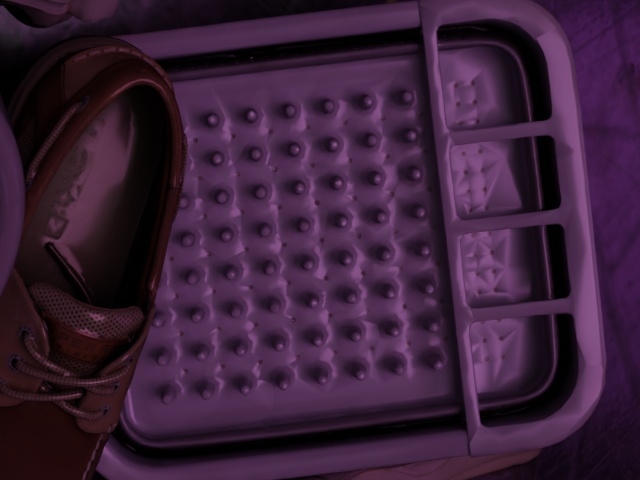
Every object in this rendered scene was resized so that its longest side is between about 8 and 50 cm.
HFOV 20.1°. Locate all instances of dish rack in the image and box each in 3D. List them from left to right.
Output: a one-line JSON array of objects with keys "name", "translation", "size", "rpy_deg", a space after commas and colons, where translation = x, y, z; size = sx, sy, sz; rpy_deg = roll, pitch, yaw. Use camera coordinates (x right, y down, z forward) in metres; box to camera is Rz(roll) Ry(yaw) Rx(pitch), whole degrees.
[{"name": "dish rack", "translation": [0.000, 0.000, 1.133], "size": [0.333, 0.072, 0.285], "rpy_deg": [-7, 95, -3]}]

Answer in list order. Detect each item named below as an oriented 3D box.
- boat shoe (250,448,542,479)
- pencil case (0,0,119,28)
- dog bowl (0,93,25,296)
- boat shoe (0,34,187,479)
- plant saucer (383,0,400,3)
[{"name": "boat shoe", "translation": [0.014, 0.195, 1.210], "size": [0.355, 0.132, 0.130], "rpy_deg": [-10, 101, -32]}, {"name": "pencil case", "translation": [-0.303, -0.186, 0.921], "size": [0.410, 0.160, 0.183], "rpy_deg": [-4, 64, -34]}, {"name": "dog bowl", "translation": [-0.302, -0.006, 0.879], "size": [0.349, 0.102, 0.349], "rpy_deg": [-23, 141, -20]}, {"name": "boat shoe", "translation": [-0.154, 0.042, 1.022], "size": [0.122, 0.120, 0.324], "rpy_deg": [11, 94, -24]}, {"name": "plant saucer", "translation": [0.076, -0.049, 1.269], "size": [0.188, 0.045, 0.188], "rpy_deg": [21, 80, -36]}]
